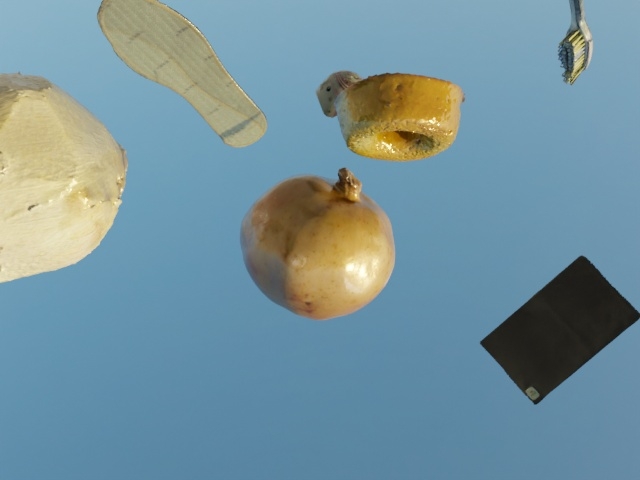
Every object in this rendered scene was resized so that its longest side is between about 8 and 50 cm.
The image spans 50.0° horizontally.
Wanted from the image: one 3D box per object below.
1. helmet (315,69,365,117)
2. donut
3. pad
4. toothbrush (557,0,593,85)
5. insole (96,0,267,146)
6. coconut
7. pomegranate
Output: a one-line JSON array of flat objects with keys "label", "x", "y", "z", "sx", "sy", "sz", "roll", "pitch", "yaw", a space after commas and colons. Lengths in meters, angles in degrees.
[{"label": "helmet", "x": 0.079, "y": -0.369, "z": 1.732, "sx": 0.176, "sy": 0.107, "sz": 0.153, "roll": 14, "pitch": -150, "yaw": -19}, {"label": "donut", "x": 0.165, "y": -0.246, "z": 1.434, "sx": 0.277, "sy": 0.277, "sz": 0.109, "roll": -2, "pitch": -103, "yaw": 3}, {"label": "pad", "x": 0.333, "y": 0.124, "z": 0.958, "sx": 0.193, "sy": 0.004, "sz": 0.116, "roll": -43, "pitch": -102, "yaw": 6}, {"label": "toothbrush", "x": 0.240, "y": -0.313, "z": 0.681, "sx": 0.035, "sy": 0.413, "sz": 0.042, "roll": 29, "pitch": -108, "yaw": 37}, {"label": "insole", "x": -0.199, "y": -0.254, "z": 1.062, "sx": 0.119, "sy": 0.348, "sz": 0.009, "roll": -31, "pitch": -131, "yaw": 15}, {"label": "coconut", "x": -0.511, "y": -0.113, "z": 1.163, "sx": 0.360, "sy": 0.346, "sz": 0.346, "roll": -22, "pitch": -137, "yaw": -15}, {"label": "pomegranate", "x": 0.000, "y": 0.000, "z": 1.742, "sx": 0.411, "sy": 0.412, "sz": 0.412, "roll": -3, "pitch": -140, "yaw": 2}]
